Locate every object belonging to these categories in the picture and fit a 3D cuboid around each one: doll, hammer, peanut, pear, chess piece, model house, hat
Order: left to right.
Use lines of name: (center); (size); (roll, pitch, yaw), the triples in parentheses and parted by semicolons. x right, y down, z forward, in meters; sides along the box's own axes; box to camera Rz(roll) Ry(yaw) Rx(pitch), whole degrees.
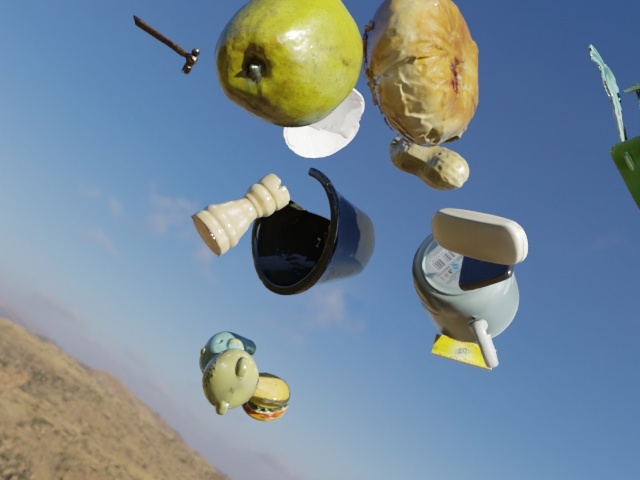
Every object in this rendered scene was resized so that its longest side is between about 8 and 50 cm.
hammer: (-0.346, -0.438, 1.552); (0.178, 0.021, 0.065); (35, -60, 3)
doll: (-0.264, 0.376, 2.035); (0.161, 0.177, 0.261); (26, 8, -20)
chess piece: (-0.100, -0.037, 0.920); (0.066, 0.122, 0.066); (47, -21, 25)
pear: (-0.054, -0.330, 1.261); (0.252, 0.307, 0.253); (8, -66, 18)
hat: (-0.014, -0.302, 1.630); (0.126, 0.203, 0.203); (54, -1, 43)
peanut: (0.318, -0.233, 2.096); (0.290, 0.130, 0.130); (36, -14, 37)
model house: (0.723, -0.298, 1.398); (0.300, 0.324, 0.340); (-20, -55, 33)

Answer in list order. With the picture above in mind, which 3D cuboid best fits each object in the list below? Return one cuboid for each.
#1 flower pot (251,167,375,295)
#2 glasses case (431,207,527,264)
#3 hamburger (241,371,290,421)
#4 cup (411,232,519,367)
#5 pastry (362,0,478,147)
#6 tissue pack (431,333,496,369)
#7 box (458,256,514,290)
flower pot: (0.000, 0.000, 2.074); (0.251, 0.380, 0.379); (15, -1, -42)
glasses case: (0.276, -0.009, 1.246); (0.204, 0.051, 0.081); (19, -55, 50)
hamburger: (-0.176, 0.491, 2.221); (0.162, 0.162, 0.115); (28, -61, 20)
cup: (0.383, 0.149, 1.819); (0.259, 0.357, 0.274); (-19, -30, 12)
pastry: (0.252, -0.436, 1.808); (0.244, 0.410, 0.410); (-9, -42, 33)
tissue pack: (0.412, 0.323, 2.039); (0.175, 0.062, 0.095); (15, -10, 13)
box: (0.360, 0.052, 1.519); (0.126, 0.125, 0.027); (-19, -55, 36)
